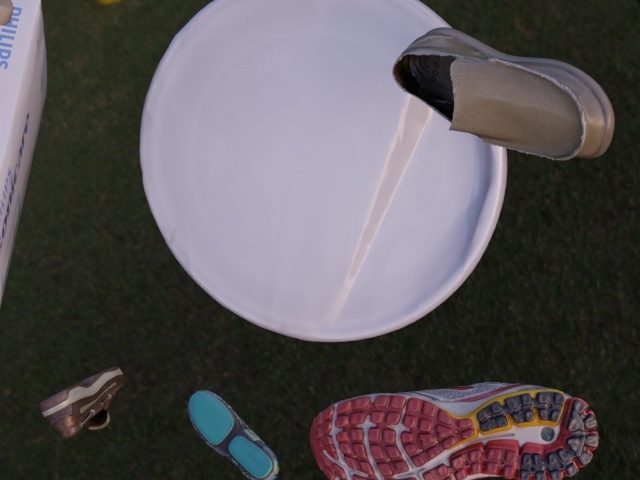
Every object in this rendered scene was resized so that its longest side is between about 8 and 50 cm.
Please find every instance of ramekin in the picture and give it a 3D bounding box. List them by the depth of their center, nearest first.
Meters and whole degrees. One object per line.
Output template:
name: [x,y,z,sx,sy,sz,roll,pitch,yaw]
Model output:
ramekin: [0.010,-0.067,0.719,0.272,0.273,0.127,-9,10,17]

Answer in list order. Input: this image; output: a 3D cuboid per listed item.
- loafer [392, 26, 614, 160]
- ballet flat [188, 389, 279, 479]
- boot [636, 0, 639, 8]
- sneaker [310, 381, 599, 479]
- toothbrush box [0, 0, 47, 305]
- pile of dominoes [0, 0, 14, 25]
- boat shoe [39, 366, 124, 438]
loafer: [0.099,-0.080,0.534,0.050,0.056,0.148,-27,39,-31]
ballet flat: [-0.134,0.309,1.444,0.070,0.070,0.188,-41,63,-11]
boot: [0.330,-0.198,0.767,0.138,0.284,0.377,-28,31,19]
sneaker: [0.104,0.160,0.750,0.225,0.093,0.088,-3,89,7]
toothbrush box: [-0.361,-0.079,0.658,0.295,0.126,0.216,7,62,-10]
pile of dominoes: [-0.241,-0.166,0.327,0.251,0.196,0.040,45,119,26]
boat shoe: [-0.433,0.310,1.735,0.095,0.257,0.095,-29,88,16]
